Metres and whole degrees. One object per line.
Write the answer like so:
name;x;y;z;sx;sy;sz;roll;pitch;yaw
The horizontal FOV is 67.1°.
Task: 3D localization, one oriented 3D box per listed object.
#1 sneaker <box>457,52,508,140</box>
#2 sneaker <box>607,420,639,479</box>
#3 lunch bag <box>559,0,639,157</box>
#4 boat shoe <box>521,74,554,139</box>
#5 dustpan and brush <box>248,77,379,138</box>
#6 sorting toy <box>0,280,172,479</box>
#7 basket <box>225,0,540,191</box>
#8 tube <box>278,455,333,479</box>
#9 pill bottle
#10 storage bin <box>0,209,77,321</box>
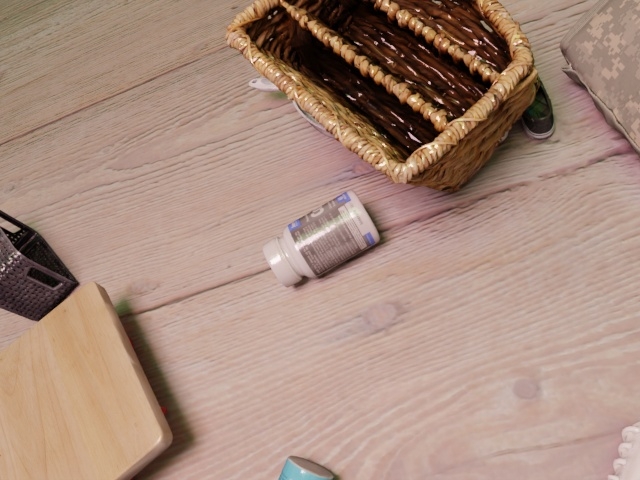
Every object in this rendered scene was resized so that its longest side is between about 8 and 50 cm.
sneaker;0.213;-0.206;0.647;0.058;0.084;0.152;-11;60;15
sneaker;0.289;0.208;0.407;0.258;0.094;0.091;-31;39;-3
lunch bag;0.439;-0.218;0.514;0.287;0.169;0.235;-37;51;30
boat shoe;0.278;-0.199;0.644;0.049;0.040;0.142;-16;59;12
dustpan and brush;-0.013;-0.231;0.759;0.211;0.060;0.147;8;66;24
sorting toy;-0.321;0.231;0.613;0.255;0.089;0.257;-40;56;-3
basket;0.087;-0.221;0.558;0.299;0.223;0.213;46;113;21
tube;-0.049;0.329;0.484;0.080;0.052;0.207;13;74;40
pill bottle;0.000;0.000;0.621;0.137;0.078;0.078;-29;57;3
storage bin;-0.489;0.032;0.763;0.180;0.122;0.084;35;79;32
